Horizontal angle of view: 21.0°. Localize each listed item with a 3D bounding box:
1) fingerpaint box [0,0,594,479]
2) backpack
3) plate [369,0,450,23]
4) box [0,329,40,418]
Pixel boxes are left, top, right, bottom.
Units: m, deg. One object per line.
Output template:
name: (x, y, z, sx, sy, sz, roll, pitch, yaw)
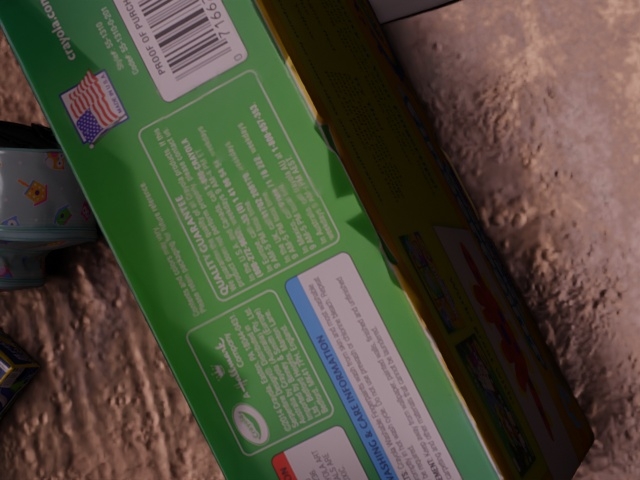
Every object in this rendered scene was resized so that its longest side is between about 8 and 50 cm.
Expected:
fingerpaint box: (0.000, 0.000, 1.167, 0.163, 0.371, 0.445, -28, 87, 14)
backpack: (-0.271, -0.030, 1.379, 0.188, 0.166, 0.144, -3, 88, 20)
plate: (-0.036, -0.291, 1.385, 0.278, 0.045, 0.277, -17, 83, 16)
box: (-0.313, 0.152, 1.441, 0.059, 0.054, 0.169, 40, 98, 15)
